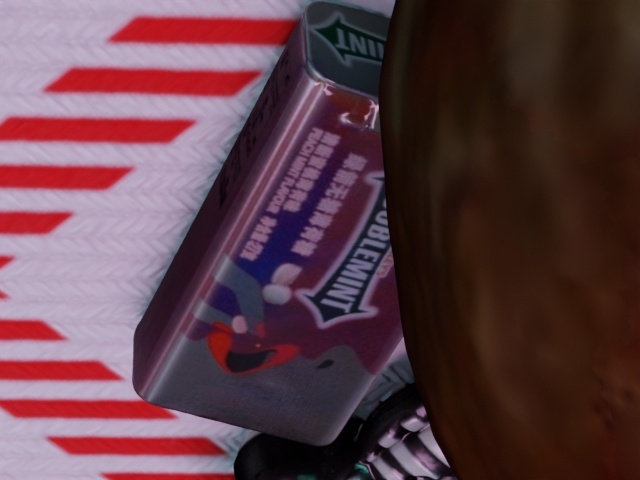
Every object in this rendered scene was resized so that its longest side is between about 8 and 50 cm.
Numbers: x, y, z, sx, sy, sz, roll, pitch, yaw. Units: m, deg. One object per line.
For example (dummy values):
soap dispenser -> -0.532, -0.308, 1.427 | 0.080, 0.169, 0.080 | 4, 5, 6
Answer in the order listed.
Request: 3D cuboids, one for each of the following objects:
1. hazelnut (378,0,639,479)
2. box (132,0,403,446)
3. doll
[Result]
hazelnut -> 0.188, -0.019, 0.682 | 0.421, 0.420, 0.353 | 31, 127, -28
box -> 0.000, 0.000, 0.908 | 0.120, 0.069, 0.224 | 15, 129, -18
doll -> 0.025, 0.121, 1.019 | 0.219, 0.067, 0.091 | -27, 138, 10
